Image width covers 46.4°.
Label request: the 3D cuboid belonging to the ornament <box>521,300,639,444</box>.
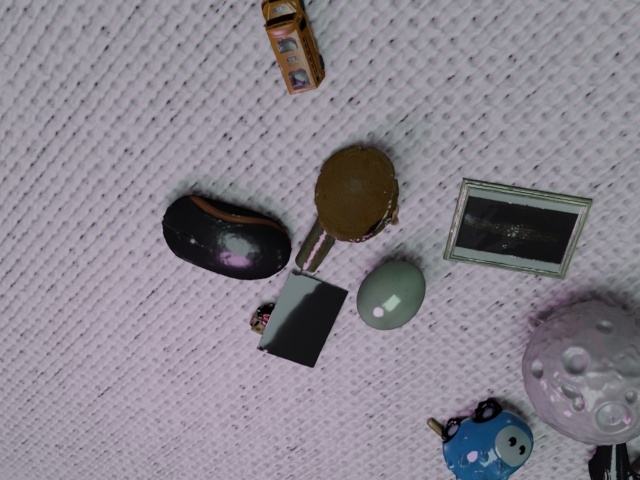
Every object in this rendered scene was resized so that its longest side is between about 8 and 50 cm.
[{"bbox_3d":[0.642,0.317,1.743,0.337,0.337,0.337,5,125,7],"label":"ornament"}]

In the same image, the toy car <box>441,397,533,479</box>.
[{"bbox_3d":[0.452,0.572,2.024,0.255,0.190,0.188,-35,111,26],"label":"toy car"}]

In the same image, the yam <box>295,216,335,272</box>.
[{"bbox_3d":[0.000,0.000,1.784,0.068,0.068,0.169,24,125,-7],"label":"yam"}]

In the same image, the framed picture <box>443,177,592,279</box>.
[{"bbox_3d":[0.449,-0.020,1.722,0.293,0.018,0.231,9,125,4],"label":"framed picture"}]

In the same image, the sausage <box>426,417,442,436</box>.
[{"bbox_3d":[0.352,0.553,2.126,0.024,0.024,0.132,-36,111,29],"label":"sausage"}]

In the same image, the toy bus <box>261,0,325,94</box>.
[{"bbox_3d":[-0.057,-0.399,1.507,0.083,0.088,0.194,-11,122,18],"label":"toy bus"}]

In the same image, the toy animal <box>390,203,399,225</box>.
[{"bbox_3d":[0.116,-0.071,1.711,0.150,0.083,0.089,8,139,18],"label":"toy animal"}]

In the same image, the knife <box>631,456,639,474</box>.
[{"bbox_3d":[0.924,0.559,2.023,0.081,0.043,0.335,10,124,3],"label":"knife"}]

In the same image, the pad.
[{"bbox_3d":[-0.047,0.207,1.924,0.164,0.004,0.243,21,108,-10],"label":"pad"}]

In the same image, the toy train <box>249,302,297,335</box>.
[{"bbox_3d":[-0.116,0.224,1.969,0.138,0.050,0.087,29,128,-12],"label":"toy train"}]

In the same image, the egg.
[{"bbox_3d":[0.170,0.131,1.793,0.149,0.149,0.192,32,116,-12],"label":"egg"}]

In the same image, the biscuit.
[{"bbox_3d":[0.078,-0.103,1.650,0.226,0.042,0.225,0,89,36],"label":"biscuit"}]

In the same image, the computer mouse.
[{"bbox_3d":[-0.230,-0.001,1.797,0.324,0.116,0.182,16,120,0],"label":"computer mouse"}]

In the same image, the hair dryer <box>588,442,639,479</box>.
[{"bbox_3d":[0.892,0.619,1.970,0.360,0.120,0.303,14,118,34],"label":"hair dryer"}]
